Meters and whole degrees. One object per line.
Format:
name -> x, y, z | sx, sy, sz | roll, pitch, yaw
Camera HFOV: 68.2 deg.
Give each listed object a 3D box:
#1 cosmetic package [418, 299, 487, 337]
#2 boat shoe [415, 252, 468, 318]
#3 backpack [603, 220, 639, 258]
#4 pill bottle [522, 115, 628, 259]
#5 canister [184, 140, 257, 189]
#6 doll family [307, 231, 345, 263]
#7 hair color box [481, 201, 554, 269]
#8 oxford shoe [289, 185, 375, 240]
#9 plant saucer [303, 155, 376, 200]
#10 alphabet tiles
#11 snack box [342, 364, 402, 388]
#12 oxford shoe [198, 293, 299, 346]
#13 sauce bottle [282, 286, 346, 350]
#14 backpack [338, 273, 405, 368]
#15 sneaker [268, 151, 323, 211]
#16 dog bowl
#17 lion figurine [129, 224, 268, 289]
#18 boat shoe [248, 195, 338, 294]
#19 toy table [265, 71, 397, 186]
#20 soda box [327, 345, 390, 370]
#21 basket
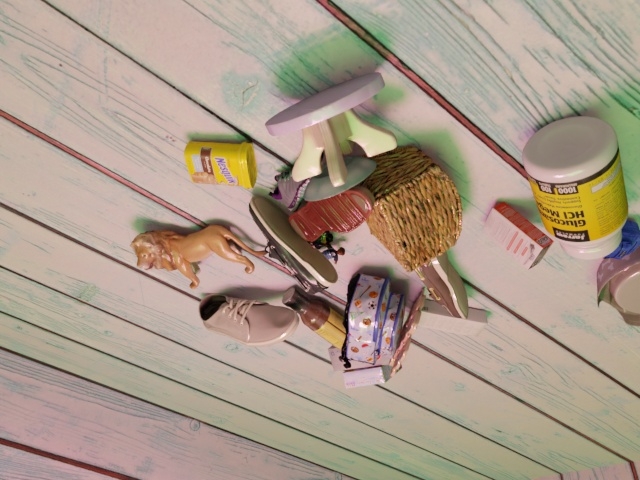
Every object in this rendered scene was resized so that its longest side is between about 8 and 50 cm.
cosmetic package -> 0.453, 0.274, 1.668 | 0.239, 0.060, 0.099 | 11, 137, -2
boat shoe -> 0.381, 0.138, 1.494 | 0.096, 0.116, 0.324 | -14, 130, 30
backpack -> 0.792, -0.001, 1.271 | 0.120, 0.101, 0.098 | 6, 145, -1
pill bottle -> 0.610, -0.108, 1.115 | 0.188, 0.188, 0.334 | -17, 132, 27
canister -> -0.264, -0.203, 1.260 | 0.170, 0.073, 0.126 | 5, 138, 8
doll family -> 0.000, 0.000, 1.443 | 0.111, 0.076, 0.193 | -19, 136, 23
hair color box -> 0.523, -0.014, 1.263 | 0.053, 0.167, 0.093 | -24, 146, -25
oxford shoe -> 0.039, -0.095, 1.218 | 0.123, 0.130, 0.348 | 53, 152, -14
plant saucer -> 0.038, -0.159, 1.129 | 0.195, 0.195, 0.037 | -17, 114, 27
alphabet tiles -> 0.287, 0.302, 1.574 | 0.021, 0.278, 0.284 | 22, 139, 6
snack box -> 0.210, 0.523, 1.899 | 0.174, 0.070, 0.207 | -18, 173, 28
oxford shoe -> -0.276, 0.272, 1.686 | 0.449, 0.169, 0.130 | 2, 134, 35
sauce bottle -> 0.010, 0.291, 1.732 | 0.344, 0.111, 0.111 | 41, 130, -21
backpack -> 0.169, 0.249, 1.553 | 0.213, 0.276, 0.263 | 1, 130, 14
sneaker -> -0.071, -0.166, 1.262 | 0.098, 0.083, 0.224 | 25, 136, -7
dog bowl -> 0.979, 0.114, 1.361 | 0.349, 0.102, 0.349 | 5, 138, 4
lion figurine -> -0.390, 0.024, 1.516 | 0.392, 0.142, 0.240 | -20, 124, 11
boat shoe -> -0.102, 0.023, 1.371 | 0.340, 0.127, 0.113 | 44, 121, -4
toy table -> 0.030, -0.242, 1.053 | 0.274, 0.252, 0.161 | -11, 120, 28
soda box -> 0.180, 0.437, 1.852 | 0.286, 0.091, 0.098 | -16, 92, 25
basket -> 0.229, -0.108, 1.260 | 0.213, 0.223, 0.299 | -33, 131, -3
